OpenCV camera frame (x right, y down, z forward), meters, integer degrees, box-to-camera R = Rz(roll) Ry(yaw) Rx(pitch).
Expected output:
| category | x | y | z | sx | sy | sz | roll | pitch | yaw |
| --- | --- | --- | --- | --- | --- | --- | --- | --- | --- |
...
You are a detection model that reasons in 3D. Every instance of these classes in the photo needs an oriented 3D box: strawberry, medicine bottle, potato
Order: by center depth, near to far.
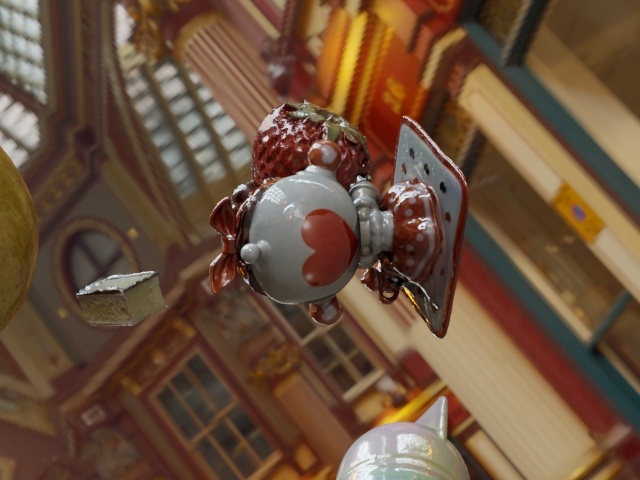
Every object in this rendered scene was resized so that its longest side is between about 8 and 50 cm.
| category | x | y | z | sx | sy | sz | roll | pitch | yaw |
| --- | --- | --- | --- | --- | --- | --- | --- | --- | --- |
| potato | -0.280 | 0.082 | 1.842 | 0.122 | 0.061 | 0.086 | -6 | 15 | 44 |
| medicine bottle | 0.135 | 0.448 | 2.183 | 0.236 | 0.235 | 0.406 | -50 | 15 | 28 |
| strawberry | -0.034 | -0.105 | 2.196 | 0.205 | 0.205 | 0.244 | -11 | -48 | -58 |

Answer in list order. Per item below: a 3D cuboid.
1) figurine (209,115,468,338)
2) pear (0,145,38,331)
| category | x | y | z | sx | sy | sz | roll | pitch | yaw |
| --- | --- | --- | --- | --- | --- | --- | --- | --- | --- |
| figurine | 0.000 | 0.000 | 1.246 | 0.226 | 0.160 | 0.183 | -8 | -57 | -20 |
| pear | -0.325 | 0.003 | 1.048 | 0.209 | 0.209 | 0.209 | -36 | -18 | -13 |
